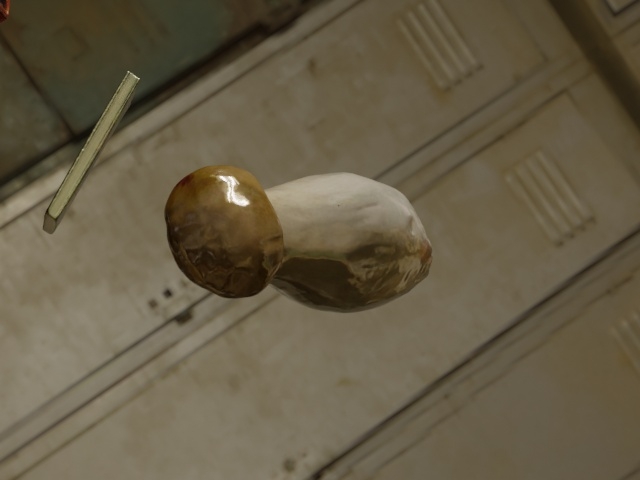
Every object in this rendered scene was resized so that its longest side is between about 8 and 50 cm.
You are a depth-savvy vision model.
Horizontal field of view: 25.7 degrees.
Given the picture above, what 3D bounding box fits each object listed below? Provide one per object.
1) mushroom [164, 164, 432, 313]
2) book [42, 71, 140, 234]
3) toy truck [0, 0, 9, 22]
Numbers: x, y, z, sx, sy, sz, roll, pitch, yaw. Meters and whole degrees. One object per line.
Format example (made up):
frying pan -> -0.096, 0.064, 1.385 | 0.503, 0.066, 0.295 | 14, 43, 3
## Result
mushroom -> 0.000, 0.000, 1.188 | 0.128, 0.128, 0.350 | -33, -19, 26
book -> -0.322, -0.118, 1.955 | 0.228, 0.024, 0.160 | -62, 8, -13
toy truck -> -0.556, -0.408, 2.015 | 0.107, 0.252, 0.114 | -27, 47, 12
